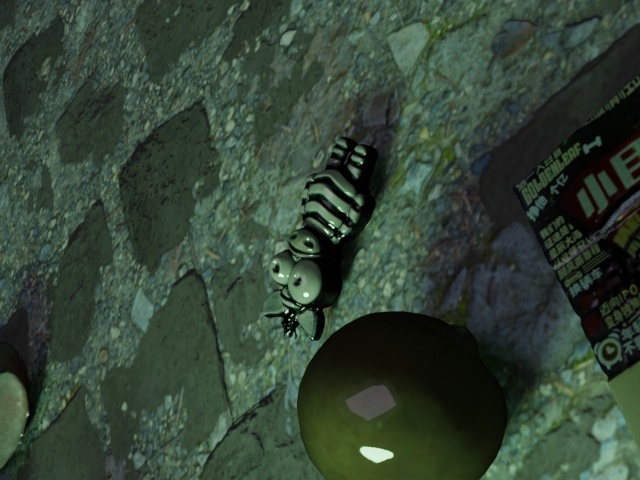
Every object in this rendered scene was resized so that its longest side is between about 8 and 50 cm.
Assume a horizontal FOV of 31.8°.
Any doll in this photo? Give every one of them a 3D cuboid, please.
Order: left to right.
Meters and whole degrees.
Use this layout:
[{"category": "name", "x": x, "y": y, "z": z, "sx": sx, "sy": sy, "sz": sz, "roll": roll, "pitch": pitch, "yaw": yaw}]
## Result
[{"category": "doll", "x": 0.000, "y": 0.000, "z": 1.169, "sx": 0.091, "sy": 0.067, "sz": 0.219, "roll": 25, "pitch": 98, "yaw": 41}]

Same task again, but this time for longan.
[{"category": "longan", "x": 0.067, "y": 0.141, "z": 0.956, "sx": 0.189, "sy": 0.189, "sz": 0.189, "roll": -22, "pitch": 59, "yaw": 44}]

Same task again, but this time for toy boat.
[{"category": "toy boat", "x": -0.505, "y": 0.228, "z": 1.696, "sx": 0.282, "sy": 0.096, "sz": 0.206, "roll": 34, "pitch": 119, "yaw": 60}]

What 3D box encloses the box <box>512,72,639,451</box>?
[{"category": "box", "x": 0.282, "y": 0.024, "z": 0.801, "sx": 0.198, "sy": 0.084, "sz": 0.310, "roll": -45, "pitch": 46, "yaw": 31}]
